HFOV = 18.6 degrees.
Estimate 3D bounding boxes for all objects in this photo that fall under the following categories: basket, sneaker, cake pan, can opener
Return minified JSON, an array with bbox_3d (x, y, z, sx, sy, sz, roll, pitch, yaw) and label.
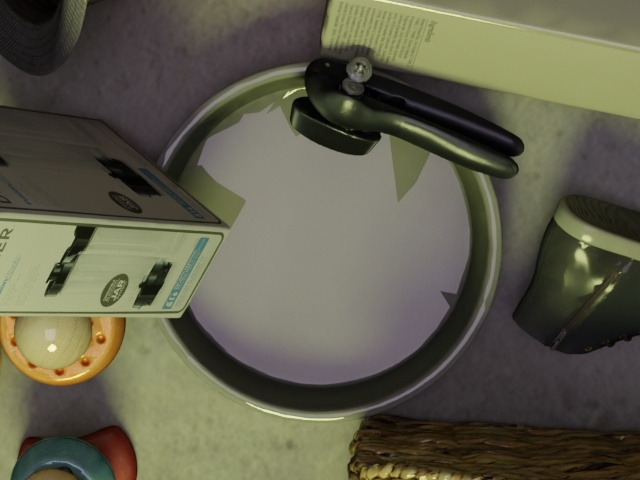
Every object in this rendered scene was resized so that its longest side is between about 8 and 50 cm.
[{"bbox_3d":[0.164,0.270,1.539,0.299,0.213,0.223,4,97,1],"label":"basket"},{"bbox_3d":[0.271,0.049,1.587,0.222,0.083,0.118,20,116,-8],"label":"sneaker"},{"bbox_3d":[0.000,0.000,1.588,0.293,0.054,0.293,0,98,2],"label":"cake pan"},{"bbox_3d":[0.071,-0.095,1.526,0.186,0.073,0.059,15,58,-4],"label":"can opener"}]

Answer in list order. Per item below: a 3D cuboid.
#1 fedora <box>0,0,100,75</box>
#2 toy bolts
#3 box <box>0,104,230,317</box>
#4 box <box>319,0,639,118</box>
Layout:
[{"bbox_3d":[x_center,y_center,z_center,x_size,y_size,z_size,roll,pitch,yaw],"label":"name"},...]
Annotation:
[{"bbox_3d":[-0.194,-0.275,1.500,0.124,0.243,0.275,-18,114,-28],"label":"fedora"},{"bbox_3d":[-0.246,0.139,1.559,0.218,0.158,0.228,-14,97,3],"label":"toy bolts"},{"bbox_3d":[-0.219,-0.024,1.439,0.169,0.290,0.087,40,108,28],"label":"box"},{"bbox_3d":[0.143,-0.180,1.516,0.275,0.113,0.094,11,67,-4],"label":"box"}]
